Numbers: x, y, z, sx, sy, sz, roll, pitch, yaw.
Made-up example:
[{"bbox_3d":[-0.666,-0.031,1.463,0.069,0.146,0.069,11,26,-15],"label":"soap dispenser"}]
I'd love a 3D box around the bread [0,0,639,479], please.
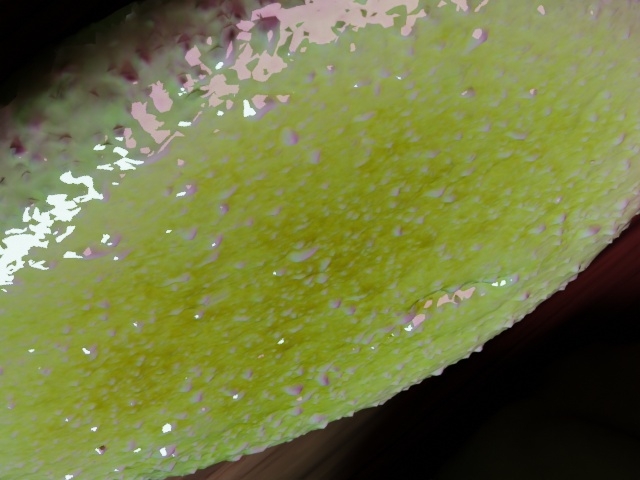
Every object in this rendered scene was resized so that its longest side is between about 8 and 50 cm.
[{"bbox_3d":[0.000,0.000,0.428,0.228,0.033,0.228,-24,156,-11],"label":"bread"}]

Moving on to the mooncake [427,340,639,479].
[{"bbox_3d":[0.172,0.187,0.655,0.351,0.351,0.187,-12,142,-43],"label":"mooncake"}]
